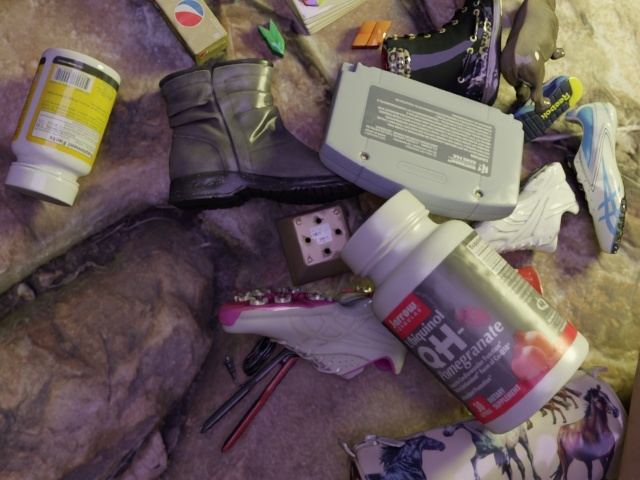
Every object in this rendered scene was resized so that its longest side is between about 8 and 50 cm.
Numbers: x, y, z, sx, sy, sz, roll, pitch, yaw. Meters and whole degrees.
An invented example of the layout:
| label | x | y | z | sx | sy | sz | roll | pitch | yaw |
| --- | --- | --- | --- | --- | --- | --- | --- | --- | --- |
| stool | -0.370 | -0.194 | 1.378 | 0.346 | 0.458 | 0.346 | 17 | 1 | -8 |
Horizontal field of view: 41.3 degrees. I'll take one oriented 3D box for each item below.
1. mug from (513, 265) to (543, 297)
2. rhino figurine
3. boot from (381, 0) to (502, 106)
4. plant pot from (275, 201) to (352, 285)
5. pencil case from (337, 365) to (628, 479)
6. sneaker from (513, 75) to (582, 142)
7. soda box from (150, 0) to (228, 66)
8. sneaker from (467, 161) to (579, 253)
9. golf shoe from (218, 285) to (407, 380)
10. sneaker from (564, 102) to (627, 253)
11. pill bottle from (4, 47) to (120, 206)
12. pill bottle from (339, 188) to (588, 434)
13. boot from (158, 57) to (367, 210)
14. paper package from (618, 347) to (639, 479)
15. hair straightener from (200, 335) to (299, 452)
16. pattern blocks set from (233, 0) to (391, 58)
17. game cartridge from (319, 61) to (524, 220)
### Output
| label | x | y | z | sx | sy | sz | roll | pitch | yaw |
| --- | --- | --- | --- | --- | --- | --- | --- | --- | --- |
| mug | 0.235 | 0.112 | 1.254 | 0.169 | 0.113 | 0.150 | -2 | 54 | -1 |
| rhino figurine | 0.334 | -0.322 | 1.314 | 0.073 | 0.106 | 0.243 | -2 | 56 | 35 |
| boot | 0.187 | -0.325 | 1.322 | 0.179 | 0.085 | 0.236 | 0 | 86 | -2 |
| plant pot | 0.000 | 0.000 | 1.263 | 0.109 | 0.096 | 0.109 | -16 | 85 | -6 |
| pencil case | 0.237 | 0.313 | 1.211 | 0.410 | 0.160 | 0.183 | -18 | 99 | -6 |
| sneaker | 0.342 | -0.207 | 1.341 | 0.144 | 0.059 | 0.053 | -37 | 120 | 4 |
| soda box | -0.218 | -0.364 | 1.311 | 0.061 | 0.058 | 0.181 | -35 | 87 | -8 |
| sneaker | 0.305 | -0.015 | 1.295 | 0.232 | 0.090 | 0.115 | -37 | 91 | -7 |
| golf shoe | 0.003 | 0.136 | 1.214 | 0.306 | 0.115 | 0.140 | 2 | 95 | -22 |
| sneaker | 0.429 | -0.095 | 1.324 | 0.086 | 0.085 | 0.237 | -7 | 87 | 21 |
| pill bottle | -0.379 | -0.163 | 1.243 | 0.119 | 0.119 | 0.208 | 17 | 82 | -2 |
| pill bottle | 0.181 | 0.086 | 1.129 | 0.176 | 0.176 | 0.318 | -44 | 82 | -8 |
| boot | -0.070 | -0.169 | 1.271 | 0.338 | 0.118 | 0.222 | -2 | 80 | -6 |
| paper package | 0.568 | 0.257 | 1.173 | 0.309 | 0.168 | 0.325 | 21 | 77 | -41 |
| hair straightener | -0.101 | 0.196 | 1.255 | 0.089 | 0.047 | 0.230 | 39 | 81 | 1 |
| pattern blocks set | 0.019 | -0.432 | 1.354 | 0.325 | 0.026 | 0.285 | -42 | 87 | -8 |
| game cartridge | 0.149 | -0.138 | 1.237 | 0.294 | 0.060 | 0.196 | 18 | 55 | -7 |
